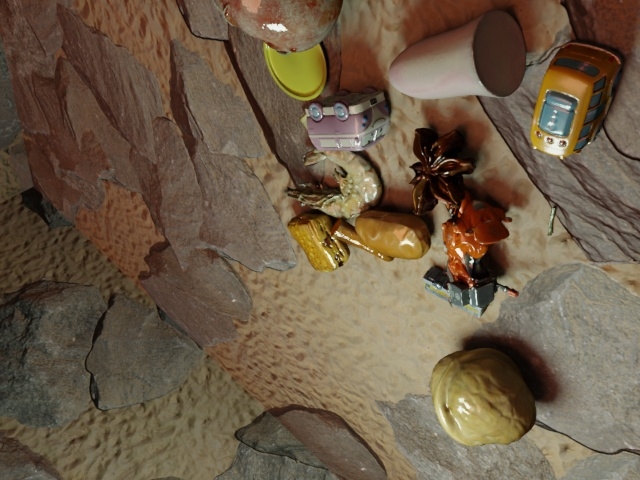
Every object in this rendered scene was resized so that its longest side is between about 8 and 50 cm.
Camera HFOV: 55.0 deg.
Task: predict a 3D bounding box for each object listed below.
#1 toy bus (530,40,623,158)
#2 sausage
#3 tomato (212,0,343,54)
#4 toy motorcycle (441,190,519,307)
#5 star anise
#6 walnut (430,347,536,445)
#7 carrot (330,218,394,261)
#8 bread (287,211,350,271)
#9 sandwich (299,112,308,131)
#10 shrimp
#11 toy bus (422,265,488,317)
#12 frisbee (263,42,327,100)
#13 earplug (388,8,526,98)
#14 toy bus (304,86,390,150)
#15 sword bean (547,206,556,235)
[{"bbox_3d":[0.485,-0.265,1.196,0.126,0.136,0.209,29,140,28],"label":"toy bus"},{"bbox_3d":[0.200,-0.021,1.732,0.241,0.120,0.136,9,135,44],"label":"sausage"},{"bbox_3d":[-0.099,-0.583,1.411,0.317,0.317,0.282,41,113,14],"label":"tomato"},{"bbox_3d":[0.388,0.025,1.554,0.221,0.148,0.325,-145,41,-63],"label":"toy motorcycle"},{"bbox_3d":[0.289,-0.166,1.501,0.190,0.126,0.220,24,109,35],"label":"star anise"},{"bbox_3d":[0.450,0.443,1.749,0.285,0.285,0.296,59,165,-11],"label":"walnut"},{"bbox_3d":[0.134,0.009,1.851,0.210,0.061,0.061,29,146,-10],"label":"carrot"},{"bbox_3d":[0.000,0.000,1.967,0.210,0.099,0.235,57,163,-9],"label":"bread"},{"bbox_3d":[-0.005,-0.341,1.752,0.093,0.036,0.105,51,143,2],"label":"sandwich"},{"bbox_3d":[0.026,-0.173,1.828,0.360,0.085,0.247,0,121,40],"label":"shrimp"},{"bbox_3d":[0.383,0.143,1.732,0.190,0.064,0.075,27,150,31],"label":"toy bus"},{"bbox_3d":[-0.069,-0.501,1.698,0.236,0.017,0.236,29,139,28],"label":"frisbee"},{"bbox_3d":[0.268,-0.380,1.333,0.301,0.172,0.172,7,126,53],"label":"earplug"},{"bbox_3d":[0.075,-0.314,1.603,0.202,0.142,0.142,9,121,45],"label":"toy bus"},{"bbox_3d":[0.540,-0.045,1.436,0.012,0.012,0.083,23,137,34],"label":"sword bean"}]
